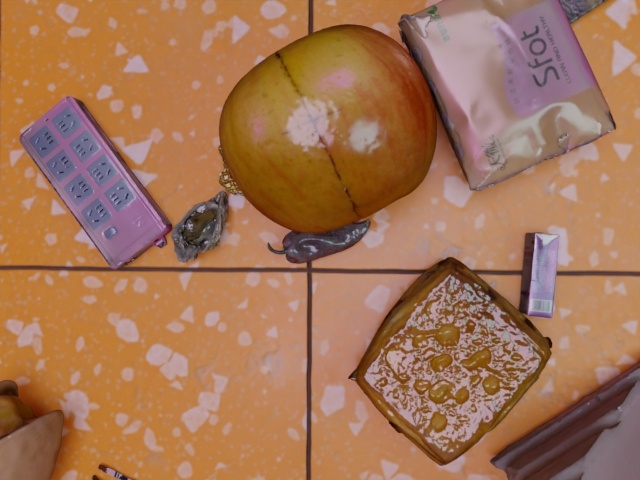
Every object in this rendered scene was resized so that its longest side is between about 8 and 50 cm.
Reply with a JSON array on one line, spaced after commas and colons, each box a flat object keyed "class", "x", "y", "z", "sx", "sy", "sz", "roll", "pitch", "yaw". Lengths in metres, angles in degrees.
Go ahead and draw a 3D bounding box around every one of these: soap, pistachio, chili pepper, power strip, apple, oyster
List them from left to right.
[{"class": "pistachio", "x": -0.505, "y": 0.351, "z": 1.004, "sx": 0.187, "sy": 0.187, "sz": 0.299, "roll": 31, "pitch": 89, "yaw": 7}, {"class": "power strip", "x": -0.342, "y": -0.088, "z": 1.061, "sx": 0.109, "sy": 0.037, "sz": 0.279, "roll": -38, "pitch": 85, "yaw": 5}, {"class": "oyster", "x": -0.179, "y": -0.018, "z": 1.048, "sx": 0.100, "sy": 0.037, "sz": 0.098, "roll": -16, "pitch": 68, "yaw": 27}, {"class": "chili pepper", "x": 0.000, "y": 0.000, "z": 1.016, "sx": 0.153, "sy": 0.041, "sz": 0.050, "roll": -17, "pitch": 108, "yaw": -9}, {"class": "apple", "x": 0.013, "y": -0.137, "z": 0.899, "sx": 0.286, "sy": 0.286, "sz": 0.233, "roll": -29, "pitch": 96, "yaw": 6}, {"class": "soap", "x": 0.390, "y": 0.277, "z": 0.855, "sx": 0.302, "sy": 0.258, "sz": 0.159, "roll": -37, "pitch": 84, "yaw": 5}]

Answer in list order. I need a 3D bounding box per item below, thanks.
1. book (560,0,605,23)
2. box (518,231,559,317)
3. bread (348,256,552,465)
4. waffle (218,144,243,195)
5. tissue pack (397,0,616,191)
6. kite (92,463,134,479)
[{"class": "book", "x": 0.384, "y": -0.416, "z": 0.980, "sx": 0.228, "sy": 0.024, "sz": 0.160, "roll": -32, "pitch": 83, "yaw": 6}, {"class": "box", "x": 0.304, "y": 0.047, "z": 0.971, "sx": 0.036, "sy": 0.050, "sz": 0.117, "roll": 5, "pitch": 89, "yaw": 0}, {"class": "bread", "x": 0.174, "y": 0.165, "z": 0.966, "sx": 0.210, "sy": 0.099, "sz": 0.235, "roll": 42, "pitch": 89, "yaw": 4}, {"class": "waffle", "x": -0.120, "y": -0.110, "z": 1.044, "sx": 0.078, "sy": 0.016, "sz": 0.085, "roll": 13, "pitch": 92, "yaw": 8}, {"class": "tissue pack", "x": 0.247, "y": -0.221, "z": 0.947, "sx": 0.214, "sy": 0.123, "sz": 0.257, "roll": -25, "pitch": 94, "yaw": 4}, {"class": "kite", "x": -0.255, "y": 0.424, "z": 1.057, "sx": 0.229, "sy": 0.016, "sz": 0.127, "roll": 25, "pitch": 89, "yaw": 6}]
